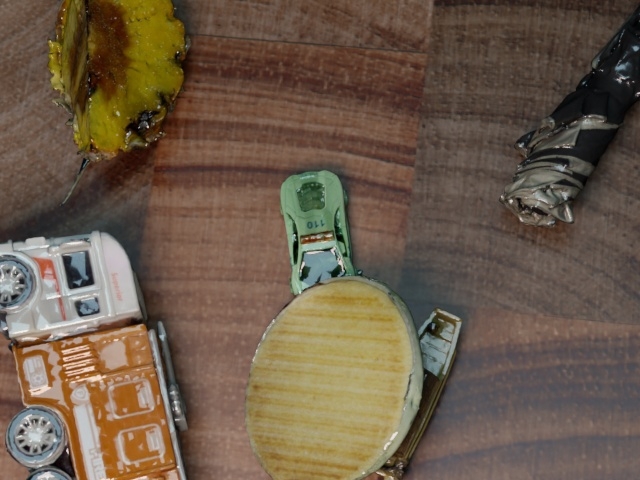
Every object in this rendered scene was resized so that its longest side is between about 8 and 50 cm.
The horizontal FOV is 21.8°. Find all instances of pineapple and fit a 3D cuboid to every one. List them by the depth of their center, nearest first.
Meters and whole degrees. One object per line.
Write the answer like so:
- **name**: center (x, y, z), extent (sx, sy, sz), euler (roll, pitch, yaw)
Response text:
- **pineapple**: center (-0.258, -0.225, 2.125), extent (0.161, 0.158, 0.335), euler (1, 73, -35)

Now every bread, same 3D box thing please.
- **bread**: center (0.017, 0.169, 1.948), extent (0.267, 0.040, 0.267), euler (-17, 62, 35)

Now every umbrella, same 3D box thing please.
- **umbrella**: center (0.335, -0.173, 2.050), extent (0.106, 0.113, 0.358), euler (38, 73, -12)

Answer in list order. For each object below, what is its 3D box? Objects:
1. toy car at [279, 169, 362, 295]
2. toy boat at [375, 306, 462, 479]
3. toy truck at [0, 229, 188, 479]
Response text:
- **toy car**: center (0.000, 0.000, 2.052), extent (0.093, 0.058, 0.186), euler (-8, 72, 1)
- **toy boat**: center (0.106, 0.185, 1.968), extent (0.068, 0.088, 0.226), euler (24, 78, 13)
- **toy truck**: center (-0.270, 0.180, 1.969), extent (0.206, 0.173, 0.388), euler (-13, 75, -5)
